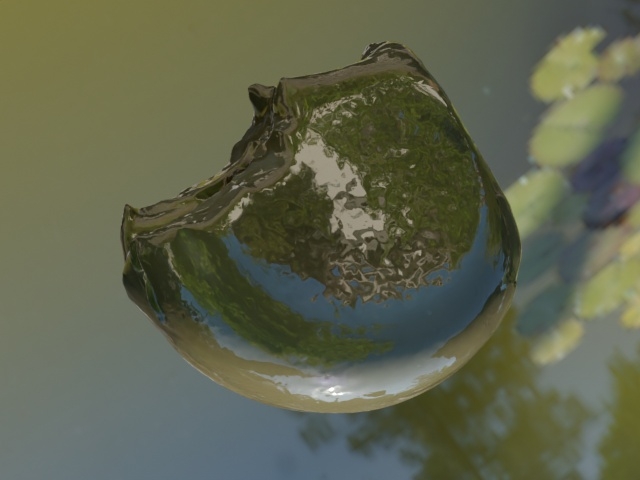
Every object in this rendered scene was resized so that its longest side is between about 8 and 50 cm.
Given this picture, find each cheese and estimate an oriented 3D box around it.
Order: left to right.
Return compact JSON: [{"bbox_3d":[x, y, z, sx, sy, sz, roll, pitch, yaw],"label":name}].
[{"bbox_3d":[0.000,0.000,0.919,0.202,0.175,0.091,-21,172,-28],"label":"cheese"}]
